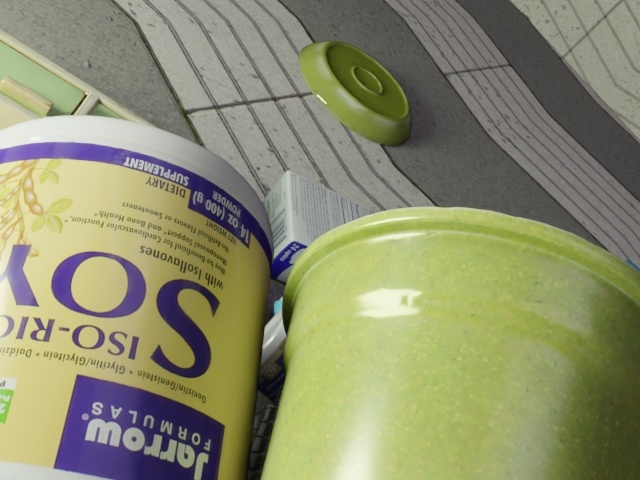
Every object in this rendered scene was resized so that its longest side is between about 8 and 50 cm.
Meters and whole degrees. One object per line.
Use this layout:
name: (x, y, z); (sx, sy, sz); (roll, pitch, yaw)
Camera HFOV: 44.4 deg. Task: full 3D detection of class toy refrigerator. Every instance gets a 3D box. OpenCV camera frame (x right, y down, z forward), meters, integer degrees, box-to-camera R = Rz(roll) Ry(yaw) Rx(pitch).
toy refrigerator: (-0.284, -0.120, 0.791); (0.270, 0.094, 0.102); (33, 36, -16)

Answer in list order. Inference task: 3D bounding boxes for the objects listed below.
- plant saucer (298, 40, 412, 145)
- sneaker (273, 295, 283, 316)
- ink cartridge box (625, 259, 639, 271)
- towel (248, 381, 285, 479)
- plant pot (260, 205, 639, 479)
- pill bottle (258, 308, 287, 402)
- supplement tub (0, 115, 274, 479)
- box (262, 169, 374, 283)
plant saucer: (0.072, -0.265, 1.353); (0.241, 0.037, 0.241); (26, 39, -23)
sneaker: (0.051, 0.094, 0.905); (0.229, 0.092, 0.087); (16, 45, -32)
ink cartridge box: (0.453, 0.170, 1.122); (0.171, 0.168, 0.232); (-6, 45, -49)
towel: (0.031, 0.264, 0.596); (0.235, 0.121, 0.283); (34, 35, -13)
plant pot: (0.066, 0.166, 0.450); (0.276, 0.276, 0.253); (34, 49, -13)
pill bottle: (0.007, 0.149, 0.799); (0.169, 0.094, 0.094); (40, 35, -5)
supplement tub: (-0.162, 0.112, 0.512); (0.241, 0.241, 0.331); (23, 52, -27)
box: (0.000, 0.000, 0.969); (0.137, 0.072, 0.126); (23, 39, -26)
